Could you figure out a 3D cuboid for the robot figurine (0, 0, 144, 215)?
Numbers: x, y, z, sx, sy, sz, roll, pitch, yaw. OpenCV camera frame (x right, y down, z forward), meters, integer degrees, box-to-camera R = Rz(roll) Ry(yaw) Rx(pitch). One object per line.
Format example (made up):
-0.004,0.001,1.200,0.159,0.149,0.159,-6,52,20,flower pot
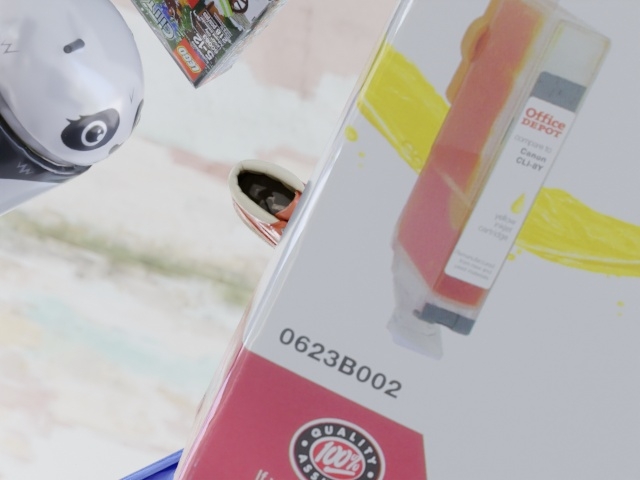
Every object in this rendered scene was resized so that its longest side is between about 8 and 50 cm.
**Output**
-0.270,-0.103,1.440,0.278,0.209,0.173,-25,-43,25,robot figurine

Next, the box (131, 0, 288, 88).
-0.126,-0.257,1.467,0.233,0.044,0.159,54,-34,3,box

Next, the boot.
0.000,0.000,1.227,0.158,0.059,0.084,35,-7,11,boot

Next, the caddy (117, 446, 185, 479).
-0.045,0.248,1.414,0.341,0.179,0.241,-27,-44,10,caddy

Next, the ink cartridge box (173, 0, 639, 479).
0.133,0.000,0.856,0.279,0.385,0.160,25,12,-1,ink cartridge box
